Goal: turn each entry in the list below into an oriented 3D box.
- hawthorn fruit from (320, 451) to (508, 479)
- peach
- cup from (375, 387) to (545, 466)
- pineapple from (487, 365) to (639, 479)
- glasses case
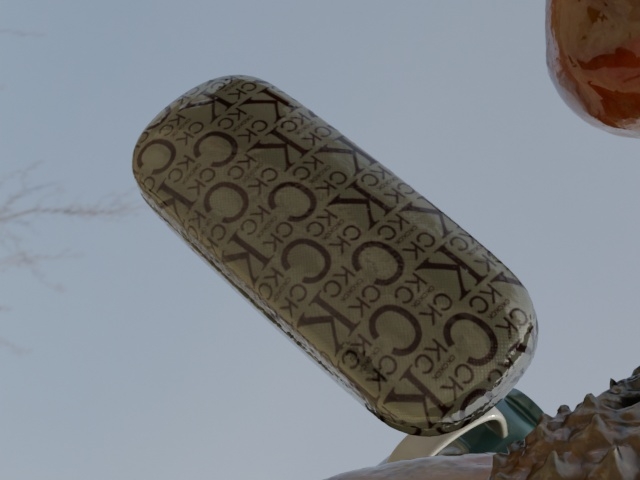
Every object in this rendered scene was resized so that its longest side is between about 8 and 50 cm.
[{"bbox_3d":[0.135,0.411,1.138,0.472,0.472,0.471,20,-61,41],"label":"hawthorn fruit"},{"bbox_3d":[0.292,-0.212,1.090,0.214,0.214,0.235,-14,-90,49],"label":"peach"},{"bbox_3d":[0.175,0.309,1.539,0.219,0.258,0.289,42,-16,43],"label":"cup"},{"bbox_3d":[0.198,0.148,0.738,0.202,0.362,0.202,25,-30,16],"label":"pineapple"},{"bbox_3d":[0.000,0.000,0.898,0.355,0.137,0.085,40,-16,31],"label":"glasses case"}]
